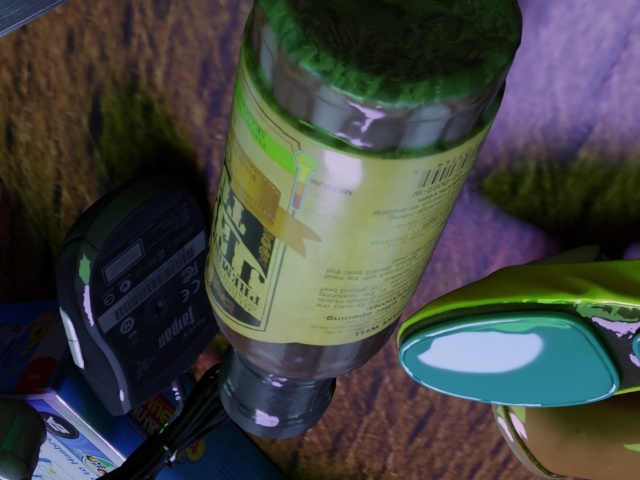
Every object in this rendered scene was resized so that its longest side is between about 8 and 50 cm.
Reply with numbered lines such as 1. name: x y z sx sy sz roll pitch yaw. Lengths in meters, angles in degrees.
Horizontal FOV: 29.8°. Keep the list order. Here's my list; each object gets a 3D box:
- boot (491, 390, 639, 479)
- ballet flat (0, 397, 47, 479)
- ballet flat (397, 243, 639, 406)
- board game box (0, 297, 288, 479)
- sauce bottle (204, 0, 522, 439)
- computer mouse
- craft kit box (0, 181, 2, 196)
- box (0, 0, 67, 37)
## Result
1. boot: 0.199 0.097 0.644 0.197 0.073 0.152 31 148 -31
2. ballet flat: -0.238 0.148 0.822 0.072 0.068 0.213 31 151 -21
3. ballet flat: 0.149 0.035 0.580 0.231 0.077 0.077 -6 131 34
4. board game box: -0.203 0.177 0.974 0.302 0.086 0.308 -6 136 36
5. sauce bottle: 0.000 0.000 0.593 0.111 0.111 0.344 21 144 4
6. computer mouse: -0.136 0.075 0.730 0.060 0.184 0.262 33 154 28
7. craft kit box: -0.316 0.090 0.790 0.249 0.247 0.061 -9 163 39
8. box: -0.216 -0.184 0.525 0.183 0.056 0.231 -13 131 41
